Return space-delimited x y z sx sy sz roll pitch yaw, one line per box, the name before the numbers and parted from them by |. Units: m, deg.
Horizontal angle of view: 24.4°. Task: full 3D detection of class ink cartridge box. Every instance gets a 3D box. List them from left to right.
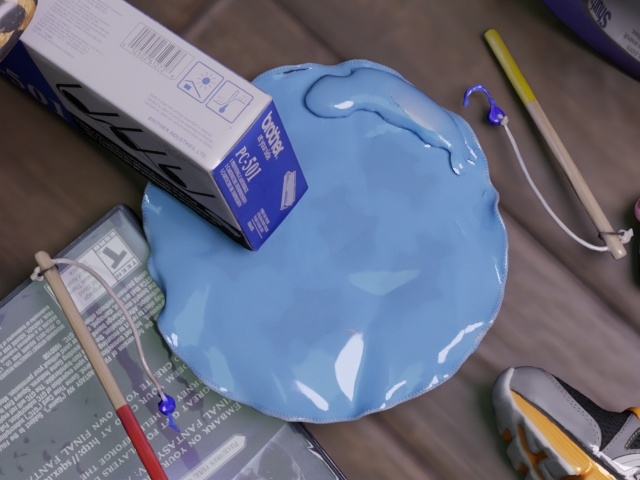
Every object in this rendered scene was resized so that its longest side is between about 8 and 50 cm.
ink cartridge box | -0.104 -0.082 0.702 0.207 0.097 0.046 35 77 20

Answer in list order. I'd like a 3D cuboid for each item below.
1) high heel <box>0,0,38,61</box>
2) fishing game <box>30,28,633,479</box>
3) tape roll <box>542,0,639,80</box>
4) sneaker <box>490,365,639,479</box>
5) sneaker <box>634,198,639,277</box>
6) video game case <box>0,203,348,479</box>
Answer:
high heel | -0.180 0.010 0.684 0.261 0.093 0.186 -37 104 17
fishing game | 0.000 0.000 0.732 0.264 0.041 0.189 -30 73 -6
tape roll | 0.191 -0.108 0.651 0.189 0.189 0.080 30 90 8
sneaker | 0.175 0.121 0.694 0.215 0.084 0.083 36 76 4
sneaker | 0.209 0.009 0.718 0.119 0.047 0.057 7 108 7
video game case | -0.089 0.147 0.742 0.196 0.026 0.274 -40 83 2
